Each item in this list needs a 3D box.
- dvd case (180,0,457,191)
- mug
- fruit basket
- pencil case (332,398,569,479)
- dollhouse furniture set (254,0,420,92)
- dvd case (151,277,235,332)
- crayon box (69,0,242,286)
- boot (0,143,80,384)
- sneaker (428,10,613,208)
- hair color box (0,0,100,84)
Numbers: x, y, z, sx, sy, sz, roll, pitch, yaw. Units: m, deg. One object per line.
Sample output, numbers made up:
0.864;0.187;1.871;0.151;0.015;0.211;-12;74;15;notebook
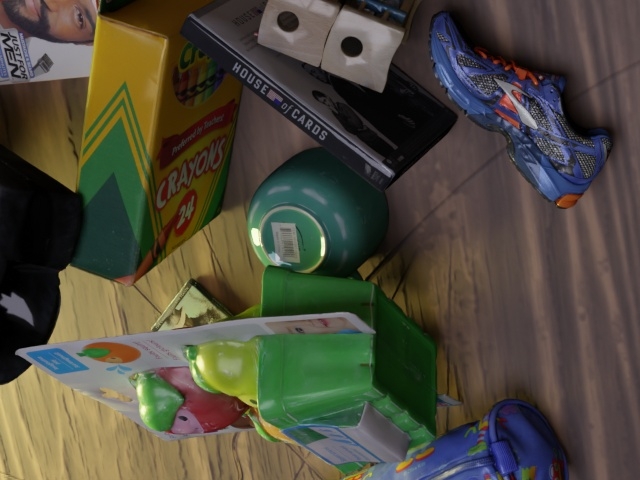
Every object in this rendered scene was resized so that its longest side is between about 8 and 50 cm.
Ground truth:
0.003;-0.155;1.633;0.239;0.179;0.029;38;121;6;dvd case
0.002;-0.008;1.747;0.158;0.097;0.129;42;123;4;mug
-0.071;0.152;1.731;0.353;0.327;0.165;-13;64;18;fruit basket
0.104;0.270;1.802;0.306;0.133;0.119;-30;76;32;pencil case
0.038;-0.260;1.586;0.129;0.129;0.183;22;122;2;dollhouse furniture set
-0.120;0.109;1.908;0.119;0.013;0.087;43;123;4;dvd case
-0.152;-0.137;1.703;0.081;0.202;0.318;20;120;17;crayon box
-0.421;0.030;1.837;0.445;0.146;0.367;30;125;41;boot
0.187;-0.136;1.625;0.221;0.083;0.087;46;110;-5;sneaker
-0.285;-0.217;1.821;0.167;0.053;0.093;-3;109;26;hair color box
